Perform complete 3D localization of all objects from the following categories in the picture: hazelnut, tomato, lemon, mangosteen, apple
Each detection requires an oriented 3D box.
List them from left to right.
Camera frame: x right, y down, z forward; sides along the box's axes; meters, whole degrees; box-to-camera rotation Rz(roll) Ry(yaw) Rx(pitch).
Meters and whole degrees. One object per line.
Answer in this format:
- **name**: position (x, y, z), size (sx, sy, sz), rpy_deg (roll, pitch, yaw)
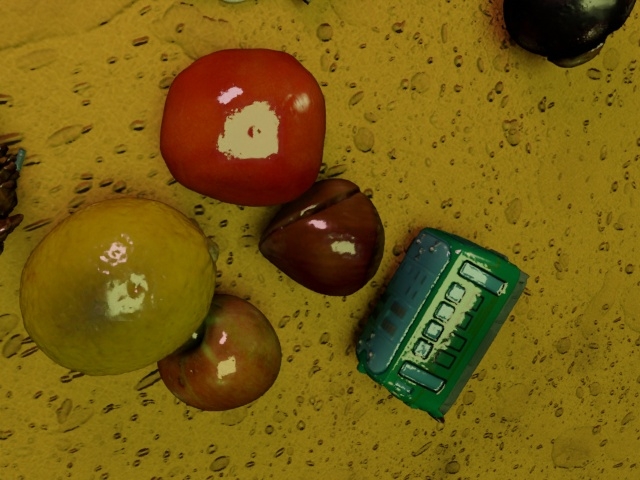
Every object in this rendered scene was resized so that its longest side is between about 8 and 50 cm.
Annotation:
- **lemon**: position (-0.285, 0.064, 0.772), size (0.267, 0.267, 0.267), rpy_deg (-6, 109, -19)
- **apple**: position (-0.162, 0.188, 0.892), size (0.196, 0.196, 0.195), rpy_deg (-6, 109, -19)
- **tomato**: position (-0.109, -0.167, 0.802), size (0.260, 0.180, 0.259), rpy_deg (-5, 106, -19)
- **hazelnut**: position (0.000, 0.000, 0.895), size (0.208, 0.208, 0.208), rpy_deg (-6, 109, -19)
- **mangosteen**: position (0.436, -0.406, 0.937), size (0.211, 0.211, 0.250), rpy_deg (-58, 148, 4)

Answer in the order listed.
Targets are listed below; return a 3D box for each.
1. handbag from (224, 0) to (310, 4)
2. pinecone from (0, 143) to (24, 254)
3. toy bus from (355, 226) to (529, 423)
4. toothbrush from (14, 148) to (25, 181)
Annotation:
- **handbag**: position (-0.056, -0.484, 0.763), size (0.241, 0.109, 0.315), rpy_deg (35, 96, -26)
- **pinecone**: position (-0.474, -0.056, 0.697), size (0.150, 0.179, 0.195), rpy_deg (8, 86, -43)
- **toy bus**: position (0.213, 0.148, 1.023), size (0.199, 0.183, 0.343), rpy_deg (26, 95, -23)
- **toothbrush**: position (-0.463, -0.056, 0.791), size (0.011, 0.014, 0.167), rpy_deg (18, 100, -30)
